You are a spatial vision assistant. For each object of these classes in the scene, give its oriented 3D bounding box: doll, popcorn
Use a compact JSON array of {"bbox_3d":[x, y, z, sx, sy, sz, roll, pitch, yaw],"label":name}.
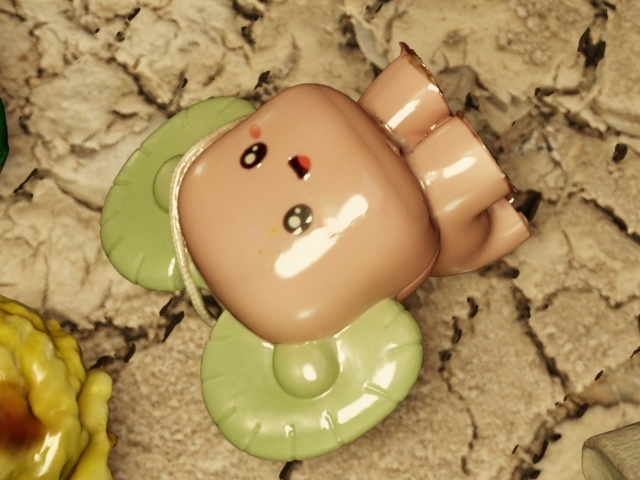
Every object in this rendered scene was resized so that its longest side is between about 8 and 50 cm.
[{"bbox_3d":[0.000,0.000,1.188,0.268,0.216,0.284,-35,64,2],"label":"doll"},{"bbox_3d":[-0.229,0.137,1.074,0.189,0.218,0.169,10,23,-28],"label":"popcorn"}]

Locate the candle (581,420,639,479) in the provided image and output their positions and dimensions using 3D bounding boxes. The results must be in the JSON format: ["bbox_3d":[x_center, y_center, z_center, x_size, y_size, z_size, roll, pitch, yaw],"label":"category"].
[{"bbox_3d":[0.256,0.214,1.172,0.068,0.168,0.192,-18,75,-13],"label":"candle"}]

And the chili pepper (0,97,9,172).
[{"bbox_3d":[-0.338,-0.112,1.095,0.233,0.248,0.256,-32,91,-34],"label":"chili pepper"}]
